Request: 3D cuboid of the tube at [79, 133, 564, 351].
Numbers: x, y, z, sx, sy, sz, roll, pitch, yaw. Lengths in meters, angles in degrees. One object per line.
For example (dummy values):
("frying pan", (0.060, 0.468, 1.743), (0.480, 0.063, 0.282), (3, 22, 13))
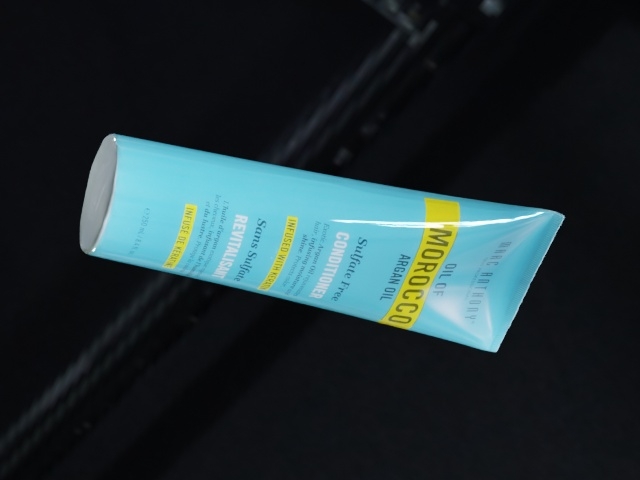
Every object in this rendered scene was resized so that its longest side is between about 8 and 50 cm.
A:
("tube", (0.000, 0.000, 0.847), (0.052, 0.207, 0.080), (-102, -150, -48))
